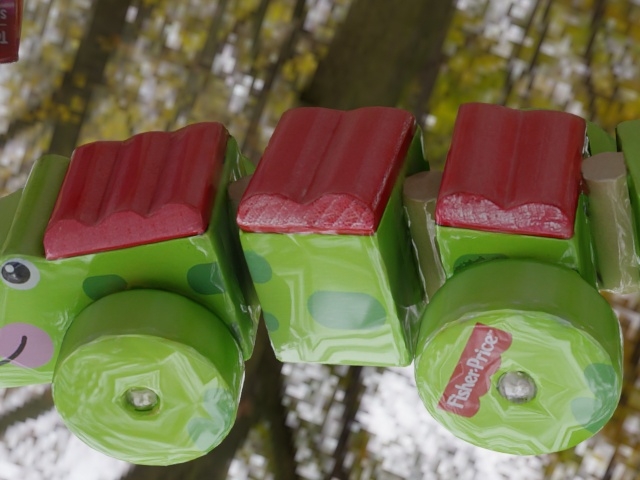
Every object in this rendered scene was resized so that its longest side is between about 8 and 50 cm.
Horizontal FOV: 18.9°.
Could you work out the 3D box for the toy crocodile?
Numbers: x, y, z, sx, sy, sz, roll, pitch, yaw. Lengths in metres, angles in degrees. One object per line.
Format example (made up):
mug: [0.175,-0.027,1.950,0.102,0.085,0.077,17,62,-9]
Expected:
toy crocodile: [0.000,0.000,0.654,0.340,0.105,0.115,-4,-142,17]

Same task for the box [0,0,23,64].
box: [-0.240,-0.128,0.716,0.257,0.122,0.128,-2,-168,-9]
